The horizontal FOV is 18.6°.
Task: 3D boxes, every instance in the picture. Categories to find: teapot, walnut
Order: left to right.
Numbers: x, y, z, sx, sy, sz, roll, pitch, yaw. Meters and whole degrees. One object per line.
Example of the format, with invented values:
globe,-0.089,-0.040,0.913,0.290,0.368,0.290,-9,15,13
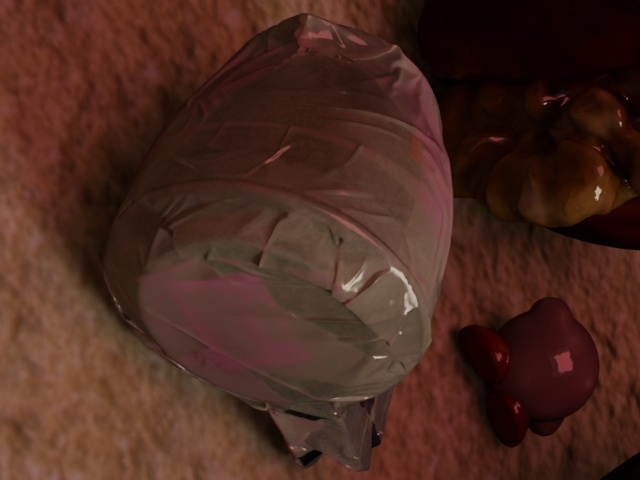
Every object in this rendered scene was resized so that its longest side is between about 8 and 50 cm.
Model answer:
teapot,0.009,-0.005,1.002,0.221,0.163,0.178,45,45,-28
walnut,0.195,-0.091,1.136,0.244,0.269,0.221,-39,121,-48

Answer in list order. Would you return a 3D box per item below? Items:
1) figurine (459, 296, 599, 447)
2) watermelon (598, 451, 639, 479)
figurine,0.133,0.078,1.170,0.071,0.067,0.083,-23,114,-25
watermelon,0.262,0.237,1.112,0.359,0.279,0.279,-15,91,-51
